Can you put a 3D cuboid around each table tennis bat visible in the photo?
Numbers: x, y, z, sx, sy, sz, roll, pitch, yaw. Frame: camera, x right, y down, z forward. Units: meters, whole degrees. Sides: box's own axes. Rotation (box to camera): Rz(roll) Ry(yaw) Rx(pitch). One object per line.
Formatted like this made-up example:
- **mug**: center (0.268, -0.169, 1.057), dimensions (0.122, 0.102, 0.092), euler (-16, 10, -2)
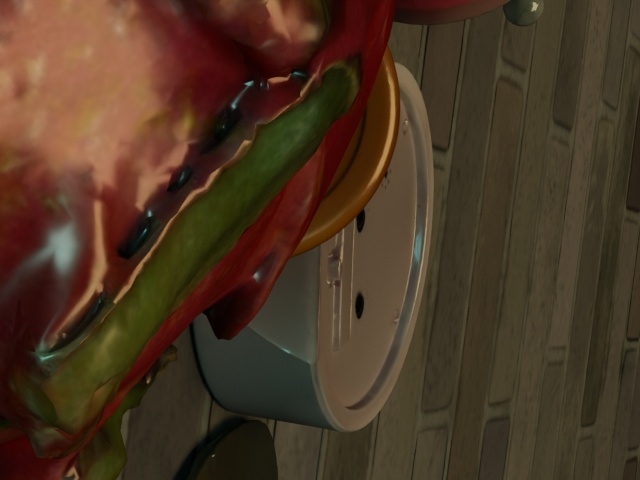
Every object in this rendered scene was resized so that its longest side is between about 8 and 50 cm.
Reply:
- **table tennis bat**: center (-0.065, 0.168, 0.984), dimensions (0.234, 0.022, 0.131), euler (-30, 126, -69)

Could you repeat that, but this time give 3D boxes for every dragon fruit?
- **dragon fruit**: center (-0.109, -0.046, 0.456), dimensions (0.302, 0.231, 0.237), euler (-62, -173, -32)

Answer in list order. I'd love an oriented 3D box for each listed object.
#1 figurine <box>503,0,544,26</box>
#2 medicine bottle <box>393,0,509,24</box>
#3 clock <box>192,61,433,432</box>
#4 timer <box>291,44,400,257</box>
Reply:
- **figurine**: center (0.185, -0.318, 1.319), dimensions (0.281, 0.167, 0.370), euler (27, 55, -34)
- **medicine bottle**: center (0.042, -0.226, 0.956), dimensions (0.247, 0.147, 0.147), euler (67, 35, -55)
- **clock**: center (0.000, 0.000, 1.029), dimensions (0.197, 0.068, 0.196), euler (7, 90, -70)
- **timer**: center (-0.039, -0.057, 0.865), dimensions (0.152, 0.132, 0.132), euler (-166, -97, -85)
